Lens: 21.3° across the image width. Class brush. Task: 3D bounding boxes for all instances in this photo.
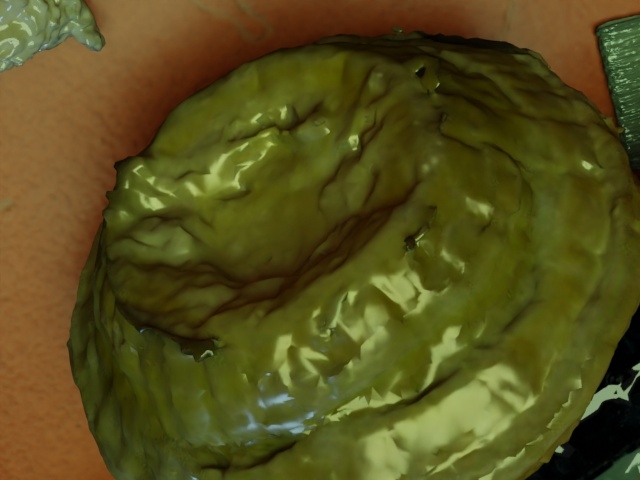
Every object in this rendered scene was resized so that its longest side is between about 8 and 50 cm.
[{"bbox_3d":[0.249,-0.101,0.893,0.205,0.011,0.083,-16,107,-4],"label":"brush"}]

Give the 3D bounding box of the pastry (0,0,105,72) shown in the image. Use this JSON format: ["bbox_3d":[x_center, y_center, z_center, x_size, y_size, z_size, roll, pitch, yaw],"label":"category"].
[{"bbox_3d":[-0.242,-0.087,0.793,0.258,0.089,0.121,-27,96,-3],"label":"pastry"}]

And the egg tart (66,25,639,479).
[{"bbox_3d":[0.000,0.000,0.750,0.290,0.290,0.115,-34,136,3],"label":"egg tart"}]

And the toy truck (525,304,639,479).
[{"bbox_3d":[0.147,0.070,0.847,0.338,0.184,0.133,-34,80,-2],"label":"toy truck"}]
